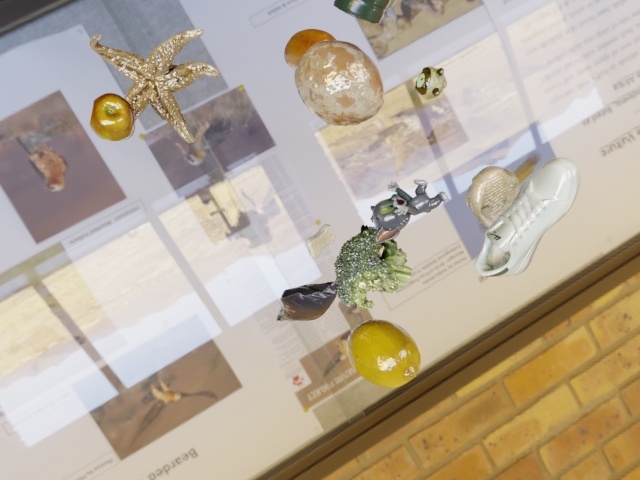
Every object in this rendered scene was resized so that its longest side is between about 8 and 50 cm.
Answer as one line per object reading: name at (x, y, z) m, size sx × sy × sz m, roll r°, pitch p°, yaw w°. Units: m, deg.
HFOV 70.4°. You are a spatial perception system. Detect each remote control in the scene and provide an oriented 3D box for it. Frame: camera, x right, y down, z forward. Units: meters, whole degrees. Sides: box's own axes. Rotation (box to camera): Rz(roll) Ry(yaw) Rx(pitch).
remote control at (0.000, 0.000, 1.526) m, size 0.032 × 0.074 × 0.122 m, roll 14°, pitch -136°, yaw 42°

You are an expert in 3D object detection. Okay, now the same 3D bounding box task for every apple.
apple at (-0.496, -0.294, 1.087) m, size 0.099 × 0.114 × 0.102 m, roll 14°, pitch 174°, yaw -26°

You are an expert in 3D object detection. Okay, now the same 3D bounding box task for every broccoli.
broccoli at (0.185, 0.111, 1.739) m, size 0.318 × 0.338 × 0.277 m, roll -4°, pitch -137°, yaw 17°

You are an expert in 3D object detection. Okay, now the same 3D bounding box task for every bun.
bun at (0.601, -0.160, 1.604) m, size 0.210 × 0.237 × 0.116 m, roll -40°, pitch -145°, yaw -14°

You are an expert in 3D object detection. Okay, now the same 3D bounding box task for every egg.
egg at (0.050, -0.378, 1.107) m, size 0.195 × 0.233 × 0.195 m, roll -46°, pitch -145°, yaw 47°

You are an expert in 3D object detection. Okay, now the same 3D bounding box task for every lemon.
lemon at (0.224, 0.403, 1.632) m, size 0.236 × 0.263 × 0.236 m, roll -36°, pitch 162°, yaw -14°

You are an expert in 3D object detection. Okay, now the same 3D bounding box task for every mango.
mango at (-0.032, -0.624, 1.507) m, size 0.221 × 0.151 × 0.120 m, roll 18°, pitch -115°, yaw 29°

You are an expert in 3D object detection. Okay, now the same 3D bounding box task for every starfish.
starfish at (-0.448, -0.419, 1.206) m, size 0.375 × 0.327 × 0.094 m, roll -57°, pitch -159°, yaw 17°

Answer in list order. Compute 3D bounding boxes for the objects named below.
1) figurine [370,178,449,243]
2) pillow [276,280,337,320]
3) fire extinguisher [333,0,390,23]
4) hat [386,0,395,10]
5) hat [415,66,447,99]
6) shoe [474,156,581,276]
figurine at (0.289, -0.118, 1.540) m, size 0.265 × 0.140 × 0.193 m, roll -14°, pitch -130°, yaw -2°
pillow at (-0.023, 0.105, 0.743) m, size 0.090 × 0.048 × 0.150 m, roll 5°, pitch 158°, yaw -6°
fire extinguisher at (0.123, -0.534, 0.753) m, size 0.114 × 0.095 × 0.311 m, roll -83°, pitch -164°, yaw -57°
hat at (0.170, -0.785, 1.398) m, size 0.257 × 0.257 × 0.130 m, roll -38°, pitch 158°, yaw -51°
hat at (0.298, -0.415, 1.194) m, size 0.059 × 0.076 × 0.077 m, roll 16°, pitch -104°, yaw 53°
shoe at (0.511, -0.047, 1.168) m, size 0.160 × 0.132 × 0.363 m, roll -11°, pitch 133°, yaw -29°
